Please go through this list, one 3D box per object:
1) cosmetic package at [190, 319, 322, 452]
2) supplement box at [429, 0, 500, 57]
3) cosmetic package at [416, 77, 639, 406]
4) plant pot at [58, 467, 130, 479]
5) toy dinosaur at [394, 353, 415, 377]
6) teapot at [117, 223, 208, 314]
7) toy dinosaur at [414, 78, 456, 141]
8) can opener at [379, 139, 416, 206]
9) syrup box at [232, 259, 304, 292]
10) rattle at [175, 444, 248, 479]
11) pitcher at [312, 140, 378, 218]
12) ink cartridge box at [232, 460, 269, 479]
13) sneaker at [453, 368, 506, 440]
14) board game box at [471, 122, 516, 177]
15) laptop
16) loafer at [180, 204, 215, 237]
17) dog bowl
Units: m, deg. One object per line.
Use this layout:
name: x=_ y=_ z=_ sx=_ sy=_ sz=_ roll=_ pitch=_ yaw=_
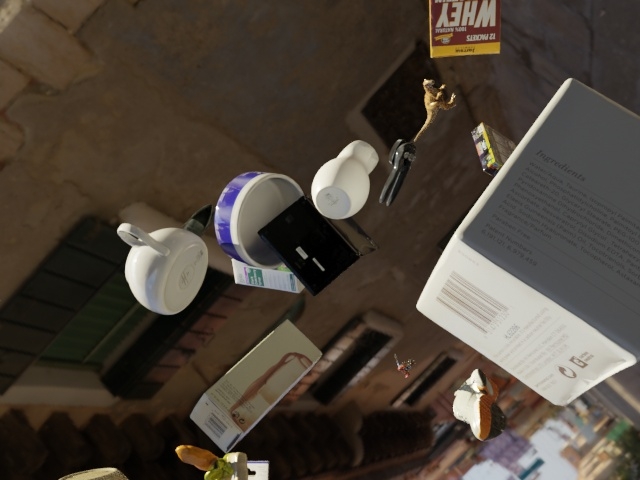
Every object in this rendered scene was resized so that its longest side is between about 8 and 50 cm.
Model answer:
cosmetic package: x=-0.149 y=0.342 z=1.672 sx=0.129 sy=0.296 sz=0.153 roll=42 pitch=140 yaw=9
supplement box: x=0.275 y=-0.473 z=1.358 sx=0.194 sy=0.129 sz=0.191 roll=-75 pitch=-19 yaw=-60
cosmetic package: x=0.429 y=0.010 z=1.234 sx=0.327 sy=0.393 sz=0.329 roll=34 pitch=158 yaw=13
plant pot: x=-0.511 y=0.622 z=1.583 sx=0.284 sy=0.284 sz=0.191 roll=23 pitch=-120 yaw=-77
toy dinosaur: x=0.233 y=0.351 z=1.931 sx=0.082 sy=0.047 sz=0.090 roll=-30 pitch=-68 yaw=-61
teapot: x=-0.439 y=0.066 z=1.902 sx=0.187 sy=0.256 sz=0.252 roll=21 pitch=-162 yaw=17
toy dinosaur: x=0.313 y=-0.372 z=1.937 sx=0.211 sy=0.112 sz=0.064 roll=81 pitch=-172 yaw=-51
can opener: x=0.211 y=-0.181 z=1.913 sx=0.059 sy=0.186 sz=0.073 roll=15 pitch=-175 yaw=-20
syrup box: x=-0.160 y=0.094 z=2.279 sx=0.237 sy=0.093 sz=0.096 roll=7 pitch=-150 yaw=22
rattle: x=-0.215 y=0.517 z=1.392 sx=0.143 sy=0.199 sz=0.130 roll=25 pitch=151 yaw=-37
pitcher: x=0.039 y=-0.122 z=1.616 sx=0.125 sy=0.178 sz=0.207 roll=42 pitch=-146 yaw=-11
ink cartridge box: x=-0.202 y=0.851 z=2.100 sx=0.069 sy=0.176 sz=0.371 roll=17 pitch=-114 yaw=-47
sneaker: x=0.402 y=0.449 z=1.831 sx=0.099 sy=0.121 sz=0.262 roll=42 pitch=-159 yaw=-5
board game box: x=0.509 y=-0.239 z=2.002 sx=0.141 sy=0.048 sz=0.170 roll=26 pitch=-140 yaw=-28
laptop: x=0.000 y=0.000 z=1.939 sx=0.234 sy=0.264 sz=0.136 roll=47 pitch=165 yaw=10
loafer: x=-0.406 y=-0.035 z=2.240 sx=0.076 sy=0.078 sz=0.223 roll=28 pitch=-133 yaw=5
dog bowl: x=-0.161 y=-0.058 z=1.960 sx=0.104 sy=0.265 sz=0.265 roll=13 pitch=162 yaw=43
